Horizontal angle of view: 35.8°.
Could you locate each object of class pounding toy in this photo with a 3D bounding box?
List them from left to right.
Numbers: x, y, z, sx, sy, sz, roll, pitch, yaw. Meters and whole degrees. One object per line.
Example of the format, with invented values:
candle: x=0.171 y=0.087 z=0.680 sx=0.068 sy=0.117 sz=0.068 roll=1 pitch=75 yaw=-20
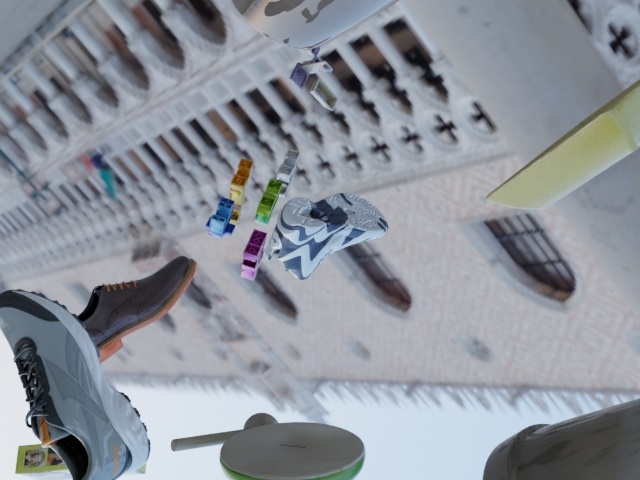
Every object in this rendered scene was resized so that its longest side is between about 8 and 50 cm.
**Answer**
pounding toy: x=-0.053 y=0.309 z=1.266 sx=0.237 sy=0.110 sz=0.183 roll=8 pitch=-167 yaw=43

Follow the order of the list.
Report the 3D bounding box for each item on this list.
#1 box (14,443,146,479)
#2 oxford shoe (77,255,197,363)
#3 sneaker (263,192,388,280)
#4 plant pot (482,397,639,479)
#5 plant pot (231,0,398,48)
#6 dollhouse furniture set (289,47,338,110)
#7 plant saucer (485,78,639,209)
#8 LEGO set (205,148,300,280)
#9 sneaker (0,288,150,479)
box: x=-0.444 y=0.407 z=1.840 sx=0.232 sy=0.087 sz=0.058 roll=-10 pitch=-116 yaw=19
oxford shoe: x=-0.328 y=0.103 z=1.691 sx=0.271 sy=0.098 sz=0.097 roll=-42 pitch=-160 yaw=-20
sneaker: x=0.000 y=0.000 z=1.748 sx=0.235 sy=0.094 sz=0.153 roll=-8 pitch=147 yaw=-45
plant pot: x=0.457 y=0.379 z=1.491 sx=0.280 sy=0.323 sz=0.323 roll=-45 pitch=-169 yaw=35
plant pot: x=0.011 y=-0.325 z=1.028 sx=0.229 sy=0.263 sz=0.263 roll=-39 pitch=-168 yaw=46
dollhouse furniture set: x=0.020 y=-0.311 z=1.882 sx=0.081 sy=0.114 sz=0.091 roll=0 pitch=-123 yaw=44
plant saucer: x=0.477 y=-0.177 z=1.647 sx=0.333 sy=0.081 sz=0.333 roll=-35 pitch=178 yaw=-35
LEGO set: x=-0.104 y=-0.035 z=1.392 sx=0.227 sy=0.087 sz=0.093 roll=-69 pitch=177 yaw=-46
sneaker: x=-0.315 y=0.176 z=1.187 sx=0.100 sy=0.271 sz=0.108 roll=-37 pitch=177 yaw=43
